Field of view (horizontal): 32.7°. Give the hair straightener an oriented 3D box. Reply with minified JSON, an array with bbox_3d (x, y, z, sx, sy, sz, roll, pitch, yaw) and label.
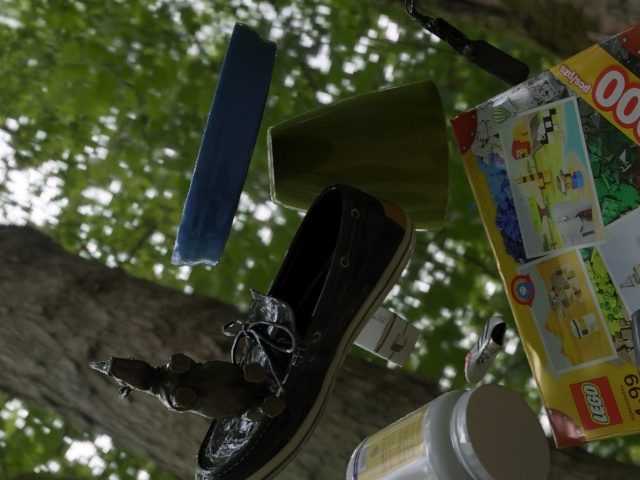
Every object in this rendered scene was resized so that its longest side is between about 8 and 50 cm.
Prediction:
[{"bbox_3d":[0.230,-0.315,1.716,0.047,0.230,0.089,-54,3,10],"label":"hair straightener"}]

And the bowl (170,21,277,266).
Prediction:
[{"bbox_3d":[-0.149,-0.142,1.712,0.391,0.077,0.391,-165,90,-83],"label":"bowl"}]

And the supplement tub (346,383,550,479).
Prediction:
[{"bbox_3d":[0.233,0.420,2.018,0.241,0.241,0.331,-23,-11,-48],"label":"supplement tub"}]

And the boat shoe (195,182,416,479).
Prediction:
[{"bbox_3d":[-0.048,0.136,1.555,0.156,0.187,0.500,37,-99,-32],"label":"boat shoe"}]

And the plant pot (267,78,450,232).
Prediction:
[{"bbox_3d":[0.057,-0.139,1.940,0.293,0.275,0.275,-5,-59,-6],"label":"plant pot"}]

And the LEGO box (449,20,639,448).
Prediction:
[{"bbox_3d":[0.437,-0.006,1.496,0.193,0.372,0.500,-11,-100,-42],"label":"LEGO box"}]

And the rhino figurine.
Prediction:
[{"bbox_3d":[-0.162,0.175,1.331,0.106,0.243,0.073,103,176,-77],"label":"rhino figurine"}]

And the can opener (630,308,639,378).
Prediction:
[{"bbox_3d":[0.399,0.204,1.159,0.076,0.095,0.283,57,-153,-56],"label":"can opener"}]

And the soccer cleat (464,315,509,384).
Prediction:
[{"bbox_3d":[0.187,0.123,1.226,0.029,0.035,0.083,29,-96,-13],"label":"soccer cleat"}]

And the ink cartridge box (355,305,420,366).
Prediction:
[{"bbox_3d":[0.094,0.170,2.188,0.092,0.158,0.218,-62,-22,-6],"label":"ink cartridge box"}]
